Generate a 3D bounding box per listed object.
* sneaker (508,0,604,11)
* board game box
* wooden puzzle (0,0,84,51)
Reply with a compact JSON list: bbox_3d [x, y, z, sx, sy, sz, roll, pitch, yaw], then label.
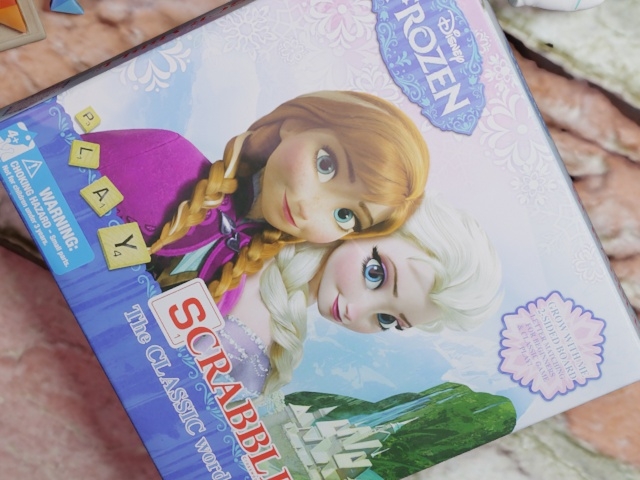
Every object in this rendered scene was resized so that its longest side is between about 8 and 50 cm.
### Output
[{"bbox_3d":[0.157,-0.207,1.168,0.061,0.054,0.152,10,111,-14],"label":"sneaker"},{"bbox_3d":[0.000,0.000,1.232,0.318,0.066,0.319,-25,104,11],"label":"board game box"},{"bbox_3d":[-0.211,-0.139,1.212,0.116,0.014,0.078,-21,135,5],"label":"wooden puzzle"}]
